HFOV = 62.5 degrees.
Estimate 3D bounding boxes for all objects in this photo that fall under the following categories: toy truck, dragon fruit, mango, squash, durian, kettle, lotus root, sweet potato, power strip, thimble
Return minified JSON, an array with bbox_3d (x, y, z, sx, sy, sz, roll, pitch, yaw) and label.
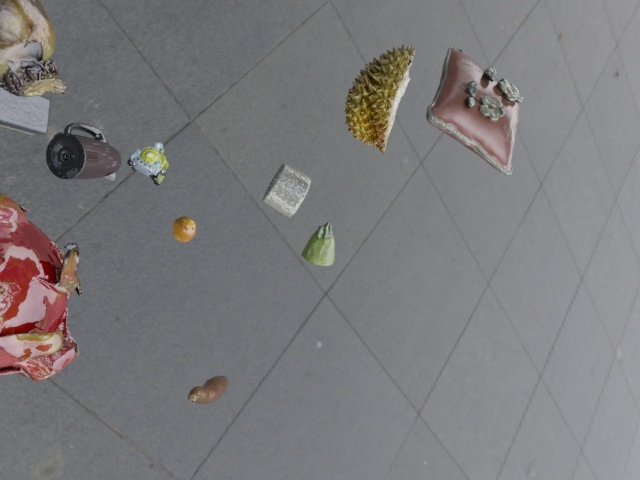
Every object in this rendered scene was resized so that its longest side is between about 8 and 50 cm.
[{"bbox_3d":[-0.362,-0.172,1.135,0.076,0.111,0.077,34,80,-7],"label":"toy truck"},{"bbox_3d":[-0.261,0.041,0.409,0.133,0.136,0.166,-41,105,-46],"label":"dragon fruit"},{"bbox_3d":[-0.332,-0.026,1.275,0.046,0.089,0.060,-41,101,-38],"label":"mango"},{"bbox_3d":[0.006,-0.004,1.557,0.105,0.105,0.132,-11,125,-41],"label":"squash"},{"bbox_3d":[0.136,-0.353,1.247,0.250,0.138,0.183,-65,163,-2],"label":"durian"},{"bbox_3d":[-0.778,-0.291,1.748,0.202,0.144,0.232,65,13,1],"label":"kettle"},{"bbox_3d":[-0.538,-0.365,0.839,0.314,0.169,0.141,59,15,-11],"label":"lotus root"},{"bbox_3d":[-0.273,0.374,1.310,0.264,0.057,0.057,41,53,-84],"label":"sweet potato"},{"bbox_3d":[-0.812,-0.347,1.354,0.256,0.070,0.105,10,87,-69],"label":"power strip"},{"bbox_3d":[-0.082,-0.125,1.324,0.090,0.102,0.115,30,96,-14],"label":"thimble"}]

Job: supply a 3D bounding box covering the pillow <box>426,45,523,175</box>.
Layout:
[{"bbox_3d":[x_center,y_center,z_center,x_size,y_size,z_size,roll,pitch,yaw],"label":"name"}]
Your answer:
[{"bbox_3d":[0.252,-0.209,0.830,0.171,0.075,0.179,33,55,-14],"label":"pillow"}]
